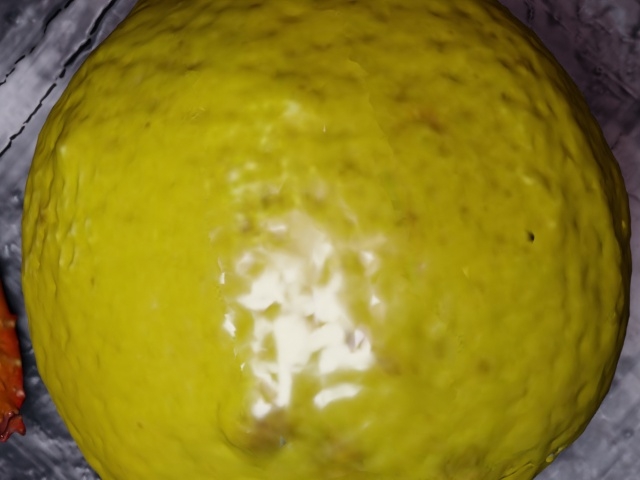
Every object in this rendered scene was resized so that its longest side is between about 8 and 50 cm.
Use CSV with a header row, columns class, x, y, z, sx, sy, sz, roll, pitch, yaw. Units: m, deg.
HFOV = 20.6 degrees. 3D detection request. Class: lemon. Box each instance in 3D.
class,x,y,z,sx,sy,sz,roll,pitch,yaw
lemon,0.000,0.000,1.003,0.349,0.350,0.387,-11,86,9

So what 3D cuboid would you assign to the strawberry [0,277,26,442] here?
class,x,y,z,sx,sy,sz,roll,pitch,yaw
strawberry,-0.263,0.052,1.153,0.082,0.121,0.188,-19,90,29
